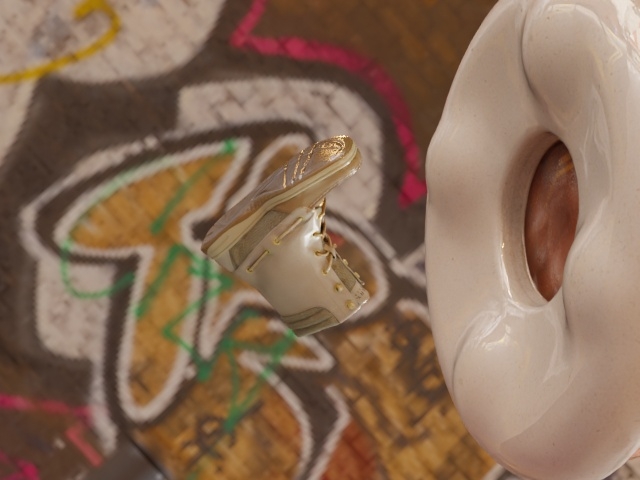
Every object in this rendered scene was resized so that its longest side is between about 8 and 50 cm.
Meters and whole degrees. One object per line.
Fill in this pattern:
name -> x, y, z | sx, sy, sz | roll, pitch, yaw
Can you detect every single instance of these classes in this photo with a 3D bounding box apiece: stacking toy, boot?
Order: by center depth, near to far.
stacking toy -> 0.339, -0.001, 1.005 | 0.480, 0.350, 0.350 | 4, 4, -19
boot -> 0.000, 0.000, 1.496 | 0.165, 0.213, 0.077 | 45, 30, -15
